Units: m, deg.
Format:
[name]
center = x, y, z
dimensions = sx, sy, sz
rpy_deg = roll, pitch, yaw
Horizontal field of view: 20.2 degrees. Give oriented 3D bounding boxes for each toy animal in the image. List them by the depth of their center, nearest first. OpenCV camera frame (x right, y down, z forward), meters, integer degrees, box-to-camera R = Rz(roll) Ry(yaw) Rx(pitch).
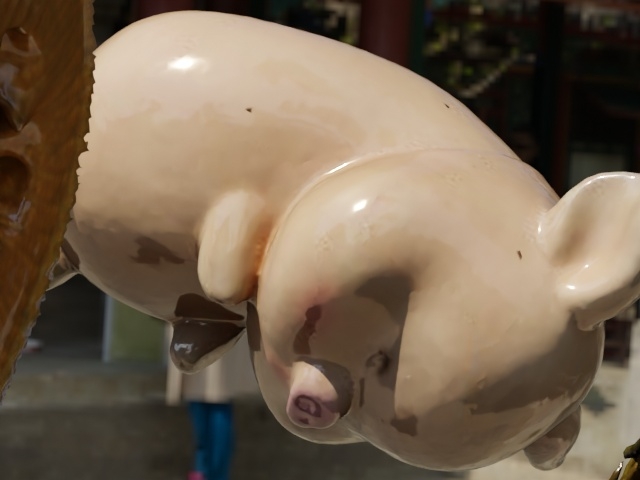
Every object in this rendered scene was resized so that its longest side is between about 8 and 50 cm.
[toy animal]
center = 0.004, 0.000, 0.732
dimensions = 0.250, 0.154, 0.166
rpy_deg = 31, -18, 12

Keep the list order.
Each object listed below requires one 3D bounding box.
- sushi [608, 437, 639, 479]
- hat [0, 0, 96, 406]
[sushi]
center = 0.171, 0.008, 0.475
dimensions = 0.140, 0.149, 0.287
rpy_deg = 4, -17, -30
[hat]
center = -0.222, -0.020, 0.523
dimensions = 0.233, 0.244, 0.233
rpy_deg = 17, -15, 12
